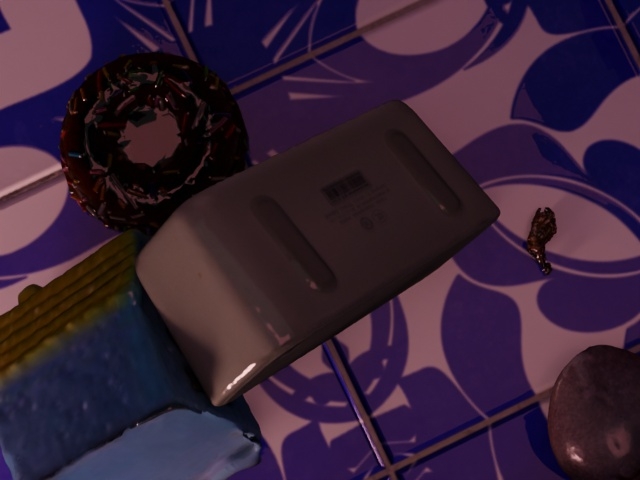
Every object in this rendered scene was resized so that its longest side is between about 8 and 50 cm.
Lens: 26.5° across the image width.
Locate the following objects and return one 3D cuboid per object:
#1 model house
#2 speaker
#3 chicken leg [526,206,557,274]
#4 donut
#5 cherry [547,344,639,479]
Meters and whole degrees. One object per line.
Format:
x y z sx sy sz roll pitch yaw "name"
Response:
-0.240 0.149 1.523 0.237 0.215 0.303 -33 62 15 "model house"
0.000 0.000 1.496 0.406 0.183 0.184 -29 79 -42 "speaker"
0.269 0.000 1.663 0.036 0.021 0.083 7 85 -10 "chicken leg"
-0.201 -0.118 1.629 0.235 0.089 0.235 0 85 -3 "donut"
0.343 0.214 1.590 0.176 0.140 0.176 -2 61 4 "cherry"
